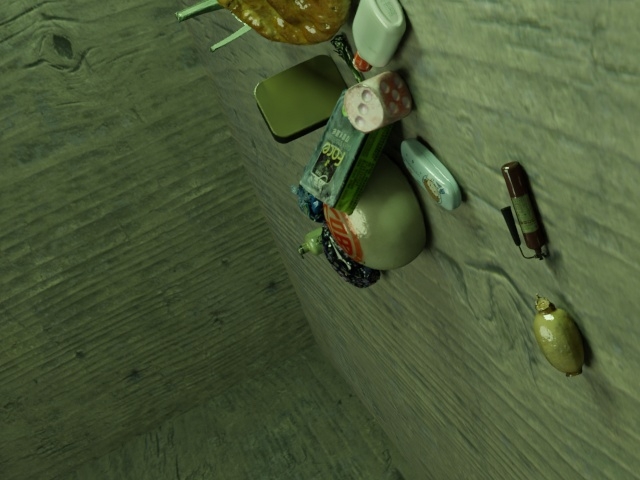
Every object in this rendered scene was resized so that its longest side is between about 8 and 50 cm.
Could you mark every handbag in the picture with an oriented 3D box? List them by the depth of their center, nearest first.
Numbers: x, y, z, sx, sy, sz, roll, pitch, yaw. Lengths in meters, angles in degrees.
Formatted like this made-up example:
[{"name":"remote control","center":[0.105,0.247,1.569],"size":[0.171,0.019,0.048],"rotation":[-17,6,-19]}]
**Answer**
[{"name":"handbag","center":[0.080,0.032,2.004],"size":[0.228,0.127,0.208],"rotation":[57,-177,20]}]

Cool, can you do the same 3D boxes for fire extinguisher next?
[{"name":"fire extinguisher","center":[0.308,-0.035,1.084],"size":[0.035,0.049,0.173],"rotation":[15,132,65]}]

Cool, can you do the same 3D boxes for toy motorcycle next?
[{"name":"toy motorcycle","center":[-0.020,-0.137,2.239],"size":[0.135,0.092,0.254],"rotation":[50,155,19]}]

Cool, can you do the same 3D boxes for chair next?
[{"name":"chair","center":[-0.188,-0.566,1.679],"size":[0.203,0.275,0.190],"rotation":[47,142,16]}]

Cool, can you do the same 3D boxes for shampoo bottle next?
[{"name":"shampoo bottle","center":[0.096,-0.368,1.275],"size":[0.108,0.051,0.221],"rotation":[60,168,6]},{"name":"shampoo bottle","center":[0.000,0.000,2.254],"size":[0.079,0.162,0.079],"rotation":[59,167,22]}]

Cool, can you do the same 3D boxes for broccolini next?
[{"name":"broccolini","center":[0.068,-0.371,1.486],"size":[0.035,0.030,0.139],"rotation":[-32,89,43]}]

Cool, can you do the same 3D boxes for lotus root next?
[{"name":"lotus root","center":[0.382,0.156,1.138],"size":[0.150,0.062,0.073],"rotation":[64,169,-9]}]

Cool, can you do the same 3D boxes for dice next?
[{"name":"dice","center":[0.106,-0.255,1.310],"size":[0.093,0.094,0.091],"rotation":[-16,100,47]}]

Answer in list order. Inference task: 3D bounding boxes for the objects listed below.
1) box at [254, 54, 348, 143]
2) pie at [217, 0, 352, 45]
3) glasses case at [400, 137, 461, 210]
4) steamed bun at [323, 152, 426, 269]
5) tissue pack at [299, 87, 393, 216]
[{"name":"box","center":[-0.042,-0.322,1.638],"size":[0.144,0.201,0.090],"rotation":[62,173,4]},{"name":"pie","center":[-0.084,-0.513,1.368],"size":[0.340,0.083,0.339],"rotation":[26,154,14]},{"name":"glasses case","center":[0.207,-0.127,1.334],"size":[0.178,0.045,0.067],"rotation":[54,166,37]},{"name":"steamed bun","center":[0.107,-0.057,1.607],"size":[0.282,0.177,0.283],"rotation":[59,167,22]},{"name":"tissue pack","center":[0.056,-0.189,1.476],"size":[0.073,0.235,0.173],"rotation":[19,-166,-30]}]
